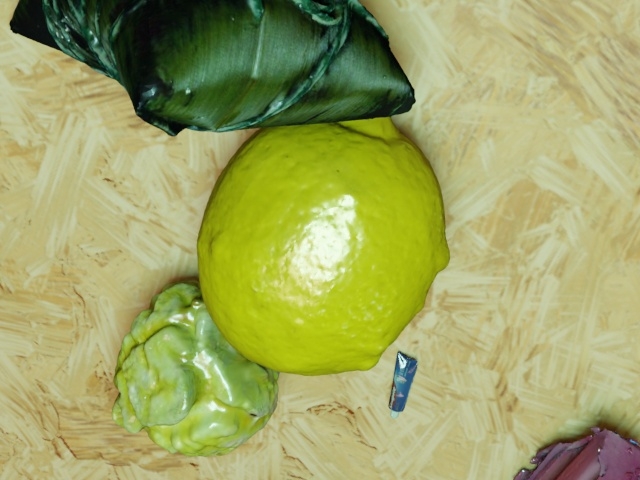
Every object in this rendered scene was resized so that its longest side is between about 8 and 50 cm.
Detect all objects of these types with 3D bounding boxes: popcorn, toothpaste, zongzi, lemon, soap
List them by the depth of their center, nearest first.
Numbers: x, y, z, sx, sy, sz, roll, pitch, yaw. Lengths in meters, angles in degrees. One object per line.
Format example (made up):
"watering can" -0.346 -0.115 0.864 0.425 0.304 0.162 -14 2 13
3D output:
"zongzi" -0.150 -0.207 0.997 0.362 0.319 0.383 -38 66 34
"lemon" 0.000 0.000 1.075 0.234 0.233 0.288 23 105 -3
"popcorn" -0.125 0.136 1.195 0.186 0.187 0.167 27 157 -17
"soap" 0.265 0.310 1.220 0.099 0.162 0.250 30 117 -7
"toothpaste" 0.090 0.164 1.256 0.027 0.019 0.083 23 119 24
